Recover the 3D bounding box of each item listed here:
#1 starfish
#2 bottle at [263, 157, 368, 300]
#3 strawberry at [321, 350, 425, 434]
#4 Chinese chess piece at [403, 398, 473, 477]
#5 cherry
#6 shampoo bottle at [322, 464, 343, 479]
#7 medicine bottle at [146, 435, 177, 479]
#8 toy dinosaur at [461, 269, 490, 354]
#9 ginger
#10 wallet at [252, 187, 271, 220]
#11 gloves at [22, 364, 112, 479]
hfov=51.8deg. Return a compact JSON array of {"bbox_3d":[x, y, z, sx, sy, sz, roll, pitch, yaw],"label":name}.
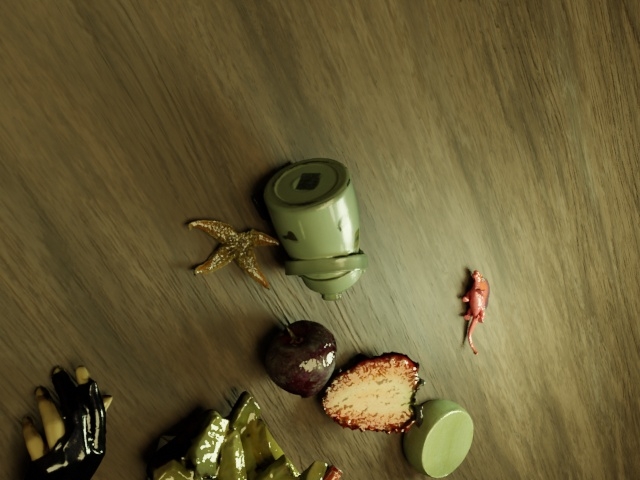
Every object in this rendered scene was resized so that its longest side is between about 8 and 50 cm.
[{"bbox_3d":[-0.215,0.030,1.567,0.248,0.050,0.138,14,94,-31],"label":"starfish"},{"bbox_3d":[0.000,0.000,1.608,0.229,0.229,0.351,-36,134,-24],"label":"bottle"},{"bbox_3d":[0.141,0.434,1.903,0.307,0.138,0.233,6,78,-13],"label":"strawberry"},{"bbox_3d":[0.380,0.636,2.126,0.250,0.101,0.250,-10,108,-34],"label":"Chinese chess piece"},{"bbox_3d":[-0.046,0.302,1.681,0.195,0.195,0.195,-10,108,-34],"label":"cherry"},{"bbox_3d":[-0.017,0.747,1.893,0.221,0.051,0.108,-50,123,-15],"label":"shampoo bottle"},{"bbox_3d":[-0.323,0.565,1.621,0.201,0.052,0.171,18,90,-40],"label":"medicine bottle"},{"bbox_3d":[0.524,0.220,2.166,0.139,0.070,0.285,-35,125,-50],"label":"toy dinosaur"},{"bbox_3d":[-0.196,0.575,1.561,0.414,0.211,0.358,-9,105,-37],"label":"ginger"},{"bbox_3d":[-0.095,-0.116,1.631,0.157,0.018,0.082,-39,125,-21],"label":"wallet"},{"bbox_3d":[-0.525,0.412,1.386,0.197,0.152,0.300,1,87,-64],"label":"gloves"}]
